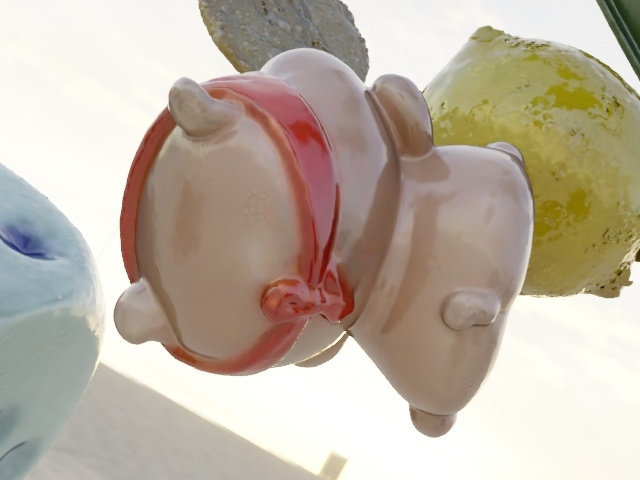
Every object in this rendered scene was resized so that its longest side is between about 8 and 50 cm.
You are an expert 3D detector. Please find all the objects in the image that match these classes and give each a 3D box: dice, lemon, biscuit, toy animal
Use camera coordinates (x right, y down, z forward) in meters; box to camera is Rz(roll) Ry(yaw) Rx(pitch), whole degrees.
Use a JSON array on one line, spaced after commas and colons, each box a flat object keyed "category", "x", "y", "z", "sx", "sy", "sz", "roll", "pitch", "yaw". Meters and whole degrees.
[{"category": "dice", "x": -0.356, "y": 0.077, "z": 0.923, "sx": 0.265, "sy": 0.268, "sz": 0.262, "roll": 37, "pitch": 22, "yaw": 19}, {"category": "lemon", "x": 0.147, "y": -0.046, "z": 0.786, "sx": 0.206, "sy": 0.173, "sz": 0.173, "roll": 46, "pitch": -17, "yaw": -2}, {"category": "biscuit", "x": -0.036, "y": -0.235, "z": 1.274, "sx": 0.220, "sy": 0.220, "sz": 0.033, "roll": 33, "pitch": -44, "yaw": -11}, {"category": "toy animal", "x": 0.000, "y": 0.000, "z": 0.563, "sx": 0.198, "sy": 0.171, "sz": 0.171, "roll": 17, "pitch": -13, "yaw": -13}]

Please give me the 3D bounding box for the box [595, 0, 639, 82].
[{"category": "box", "x": 0.475, "y": -0.257, "z": 1.201, "sx": 0.329, "sy": 0.252, "sz": 0.178, "roll": -1, "pitch": -37, "yaw": -26}]
